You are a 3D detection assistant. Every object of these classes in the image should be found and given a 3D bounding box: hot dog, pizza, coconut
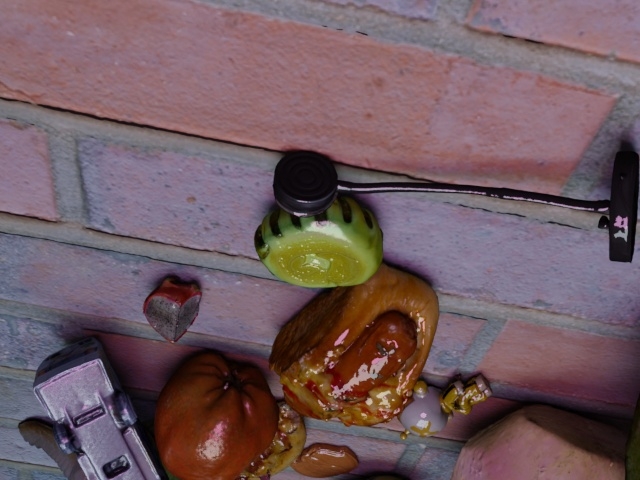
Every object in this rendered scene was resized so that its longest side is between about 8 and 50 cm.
[{"bbox_3d":[0.035,0.148,0.948,0.150,0.153,0.256,26,136,-21],"label":"hot dog"},{"bbox_3d":[-0.147,0.341,1.256,0.228,0.081,0.289,24,138,-19],"label":"pizza"},{"bbox_3d":[0.340,0.421,1.115,0.352,0.353,0.352,4,140,3],"label":"coconut"}]

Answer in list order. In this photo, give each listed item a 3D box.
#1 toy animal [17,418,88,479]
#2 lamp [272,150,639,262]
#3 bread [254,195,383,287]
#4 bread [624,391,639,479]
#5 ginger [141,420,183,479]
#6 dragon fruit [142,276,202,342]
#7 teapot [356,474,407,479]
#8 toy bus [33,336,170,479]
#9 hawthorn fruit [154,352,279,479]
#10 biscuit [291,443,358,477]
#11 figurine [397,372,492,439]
[{"bbox_3d":[-0.381,0.390,1.314,0.272,0.160,0.197,20,136,-25],"label":"toy animal"},{"bbox_3d":[0.140,-0.065,0.745,0.371,0.130,0.108,15,151,6],"label":"lamp"},{"bbox_3d":[0.000,0.000,0.844,0.139,0.071,0.130,-18,137,24],"label":"bread"},{"bbox_3d":[0.500,0.286,0.901,0.366,0.382,0.129,36,175,-24],"label":"bread"},{"bbox_3d":[-0.308,0.330,1.241,0.137,0.089,0.290,-47,123,-3],"label":"ginger"},{"bbox_3d":[-0.193,0.083,0.983,0.060,0.056,0.083,26,134,13],"label":"dragon fruit"},{"bbox_3d":[0.100,0.498,1.367,0.269,0.173,0.182,7,-176,-38],"label":"teapot"},{"bbox_3d":[-0.297,0.303,1.101,0.109,0.136,0.330,-24,111,-12],"label":"toy bus"},{"bbox_3d":[-0.154,0.260,1.088,0.189,0.189,0.189,4,140,3],"label":"hawthorn fruit"},{"bbox_3d":[0.007,0.393,1.342,0.130,0.019,0.102,-31,128,35],"label":"biscuit"},{"bbox_3d":[0.180,0.242,1.110,0.143,0.068,0.101,-11,133,1],"label":"figurine"}]
